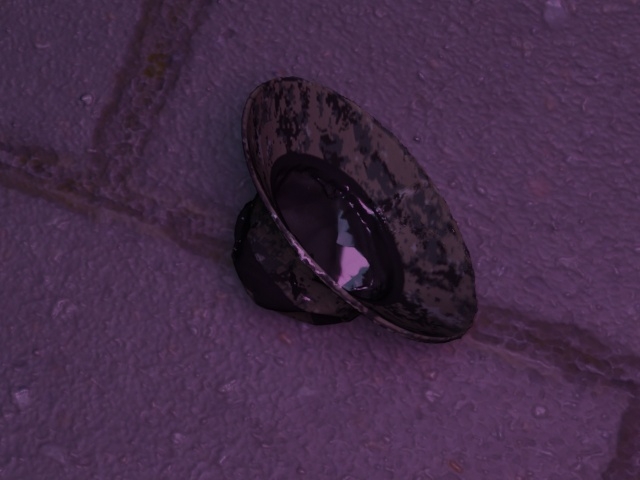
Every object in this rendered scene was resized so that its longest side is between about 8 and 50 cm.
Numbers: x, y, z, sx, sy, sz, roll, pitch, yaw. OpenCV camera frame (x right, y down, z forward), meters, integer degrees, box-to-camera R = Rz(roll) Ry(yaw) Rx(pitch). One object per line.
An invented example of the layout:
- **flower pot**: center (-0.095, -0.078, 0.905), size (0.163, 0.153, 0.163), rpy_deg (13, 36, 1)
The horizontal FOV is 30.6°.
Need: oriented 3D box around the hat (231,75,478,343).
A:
- **hat**: center (0.000, 0.000, 0.993), size (0.128, 0.265, 0.266), rpy_deg (-37, 75, 30)
